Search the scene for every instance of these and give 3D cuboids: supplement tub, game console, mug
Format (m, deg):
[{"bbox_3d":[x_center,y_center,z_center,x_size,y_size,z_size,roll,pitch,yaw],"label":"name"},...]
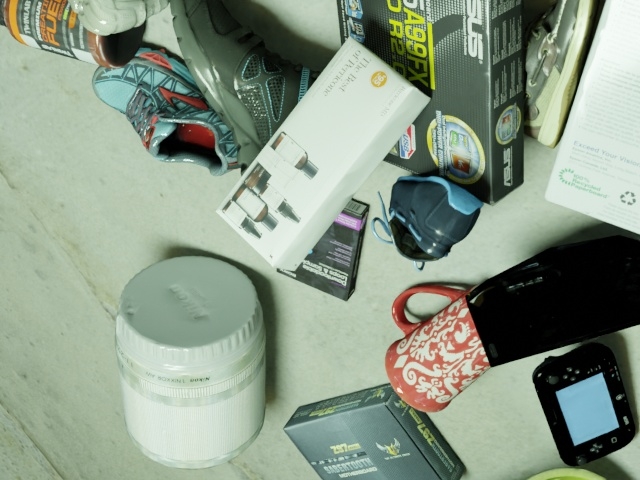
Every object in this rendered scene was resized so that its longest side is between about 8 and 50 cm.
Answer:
[{"bbox_3d":[-0.334,-0.292,1.312,0.198,0.106,0.106,17,132,21],"label":"supplement tub"},{"bbox_3d":[0.320,0.147,1.233,0.213,0.044,0.361,-18,127,11],"label":"game console"},{"bbox_3d":[0.163,0.127,1.323,0.150,0.113,0.169,41,132,-4],"label":"mug"}]

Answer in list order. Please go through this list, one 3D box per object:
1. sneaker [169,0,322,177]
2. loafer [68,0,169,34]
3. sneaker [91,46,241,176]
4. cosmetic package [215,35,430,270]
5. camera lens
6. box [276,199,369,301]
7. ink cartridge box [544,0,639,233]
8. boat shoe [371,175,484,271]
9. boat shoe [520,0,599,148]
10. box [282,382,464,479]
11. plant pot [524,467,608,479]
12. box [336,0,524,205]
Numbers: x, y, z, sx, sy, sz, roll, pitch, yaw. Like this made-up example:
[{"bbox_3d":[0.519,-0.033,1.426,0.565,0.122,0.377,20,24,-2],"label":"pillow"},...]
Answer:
[{"bbox_3d":[-0.067,-0.180,1.213,0.140,0.125,0.340,-28,84,3],"label":"sneaker"},{"bbox_3d":[-0.286,-0.399,1.202,0.112,0.111,0.319,-18,97,60],"label":"loafer"},{"bbox_3d":[-0.198,-0.164,1.311,0.262,0.125,0.104,23,133,16],"label":"sneaker"},{"bbox_3d":[0.001,-0.090,1.082,0.099,0.060,0.239,42,101,21],"label":"cosmetic package"},{"bbox_3d":[-0.191,0.189,1.521,0.219,0.219,0.274,19,132,19],"label":"camera lens"},{"bbox_3d":[0.000,0.000,1.383,0.116,0.029,0.162,22,134,17],"label":"box"},{"bbox_3d":[0.418,-0.126,0.986,0.324,0.071,0.330,23,130,16],"label":"ink cartridge box"},{"bbox_3d":[0.107,-0.021,1.162,0.109,0.089,0.258,30,177,2],"label":"boat shoe"},{"bbox_3d":[0.236,-0.194,1.041,0.073,0.080,0.223,17,136,15],"label":"boat shoe"},{"bbox_3d":[0.079,0.321,1.565,0.233,0.059,0.183,-22,109,42],"label":"box"},{"bbox_3d":[0.275,0.456,1.411,0.276,0.276,0.254,47,156,-8],"label":"plant pot"},{"bbox_3d":[0.115,-0.194,1.086,0.216,0.060,0.270,28,139,40],"label":"box"}]
